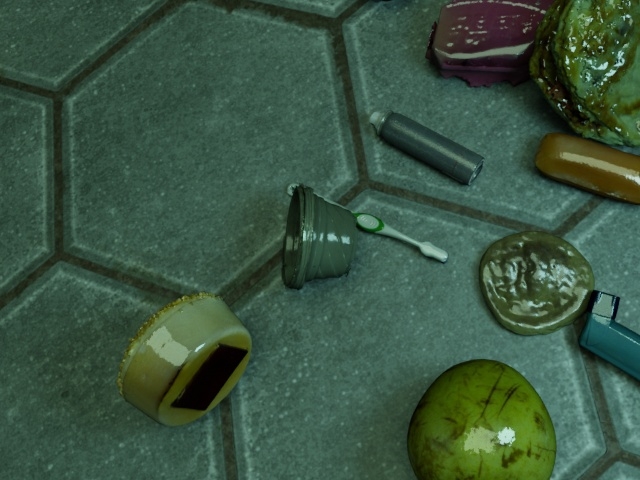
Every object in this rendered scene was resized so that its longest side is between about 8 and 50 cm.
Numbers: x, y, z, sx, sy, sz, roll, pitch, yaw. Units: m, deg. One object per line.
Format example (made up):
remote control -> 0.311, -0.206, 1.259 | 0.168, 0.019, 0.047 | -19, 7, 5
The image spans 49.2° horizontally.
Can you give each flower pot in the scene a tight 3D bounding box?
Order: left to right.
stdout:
flower pot -> 0.000, 0.000, 1.522 | 0.140, 0.235, 0.235 | 9, 72, -10

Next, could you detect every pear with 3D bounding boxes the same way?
pear -> 0.298, 0.366, 1.308 | 0.283, 0.283, 0.284 | -3, 71, 10

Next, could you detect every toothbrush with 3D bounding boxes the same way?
toothbrush -> 0.100, -0.045, 1.593 | 0.418, 0.040, 0.042 | 25, 80, 18

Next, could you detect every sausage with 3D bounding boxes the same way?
sausage -> 0.600, -0.153, 1.502 | 0.274, 0.105, 0.105 | 21, 77, 17

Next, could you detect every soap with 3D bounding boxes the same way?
soap -> 0.411, -0.477, 1.634 | 0.324, 0.127, 0.220 | 4, 71, 13

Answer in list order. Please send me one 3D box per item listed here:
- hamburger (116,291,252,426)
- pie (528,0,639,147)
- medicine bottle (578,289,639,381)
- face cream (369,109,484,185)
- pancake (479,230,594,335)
hamburger -> -0.283, 0.240, 1.440 | 0.170, 0.302, 0.302 | 37, 82, 26
pie -> 0.665, -0.400, 1.492 | 0.418, 0.180, 0.395 | 24, 85, -16
medicine bottle -> 0.629, 0.209, 1.381 | 0.258, 0.079, 0.124 | 34, 98, 18
face cream -> 0.238, -0.222, 1.608 | 0.283, 0.073, 0.073 | 31, 80, 19
pancake -> 0.451, 0.088, 1.476 | 0.242, 0.050, 0.242 | -4, 71, 11
